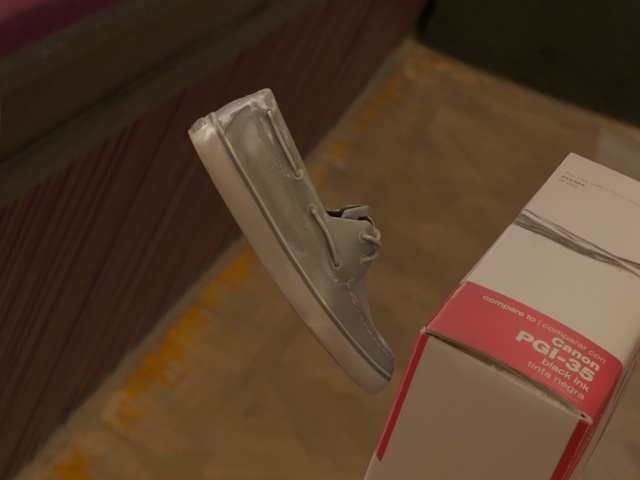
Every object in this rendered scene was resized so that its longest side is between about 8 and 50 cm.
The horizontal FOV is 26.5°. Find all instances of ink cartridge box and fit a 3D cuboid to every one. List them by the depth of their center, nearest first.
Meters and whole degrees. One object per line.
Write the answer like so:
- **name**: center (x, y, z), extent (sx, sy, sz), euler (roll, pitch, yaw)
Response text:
- **ink cartridge box**: center (0.145, 0.093, 0.930), extent (0.117, 0.207, 0.283), euler (27, 36, 16)

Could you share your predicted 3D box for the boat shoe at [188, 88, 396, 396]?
- **boat shoe**: center (0.000, -0.001, 0.931), extent (0.227, 0.081, 0.079), euler (57, 2, -8)
